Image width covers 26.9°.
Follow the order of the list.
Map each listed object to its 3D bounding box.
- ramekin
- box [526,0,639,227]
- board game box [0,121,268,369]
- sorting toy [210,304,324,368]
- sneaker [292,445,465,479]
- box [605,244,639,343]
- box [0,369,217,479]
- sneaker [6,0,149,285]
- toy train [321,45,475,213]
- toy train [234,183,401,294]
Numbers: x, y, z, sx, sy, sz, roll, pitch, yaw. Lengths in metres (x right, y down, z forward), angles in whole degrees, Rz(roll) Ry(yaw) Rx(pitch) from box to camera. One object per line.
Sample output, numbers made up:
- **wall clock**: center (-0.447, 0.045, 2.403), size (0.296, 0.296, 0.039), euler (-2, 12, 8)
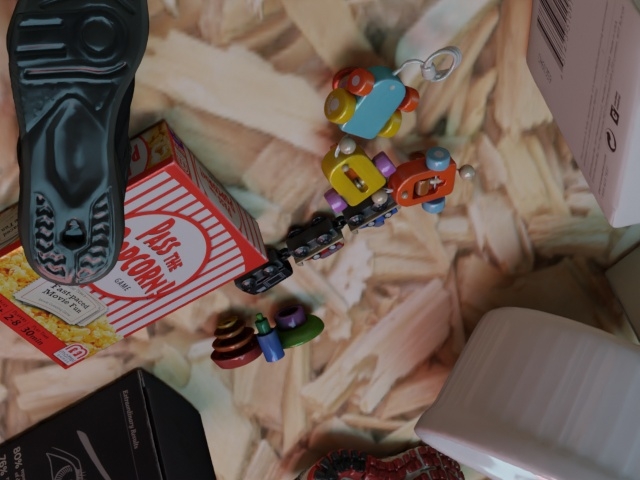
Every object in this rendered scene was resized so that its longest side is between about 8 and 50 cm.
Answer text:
- **ramekin**: center (0.235, 0.167, 1.186), size (0.277, 0.277, 0.135), euler (34, 76, -44)
- **box**: center (0.227, -0.139, 0.893), size (0.119, 0.181, 0.181), euler (-12, 140, -7)
- **board game box**: center (-0.159, 0.009, 1.019), size (0.194, 0.045, 0.147), euler (-29, 140, 11)
- **sorting toy**: center (-0.049, 0.075, 1.143), size (0.102, 0.061, 0.042), euler (-22, 107, -7)
- **sneaker**: center (0.062, 0.259, 1.380), size (0.225, 0.088, 0.093), euler (14, 151, -34)
- **box**: center (0.427, 0.003, 1.183), size (0.148, 0.121, 0.311), euler (25, 123, -40)
- **box**: center (-0.200, 0.238, 1.183), size (0.207, 0.153, 0.108), euler (-28, 140, 12)
- **sneaker**: center (-0.162, -0.097, 0.879), size (0.087, 0.130, 0.227), euler (-1, 110, -14)
- **toy train**: center (0.054, -0.082, 1.004), size (0.125, 0.046, 0.166), euler (-20, 140, -14)
- **toy train**: center (0.000, 0.000, 1.086), size (0.158, 0.027, 0.036), euler (-31, 142, 15)
